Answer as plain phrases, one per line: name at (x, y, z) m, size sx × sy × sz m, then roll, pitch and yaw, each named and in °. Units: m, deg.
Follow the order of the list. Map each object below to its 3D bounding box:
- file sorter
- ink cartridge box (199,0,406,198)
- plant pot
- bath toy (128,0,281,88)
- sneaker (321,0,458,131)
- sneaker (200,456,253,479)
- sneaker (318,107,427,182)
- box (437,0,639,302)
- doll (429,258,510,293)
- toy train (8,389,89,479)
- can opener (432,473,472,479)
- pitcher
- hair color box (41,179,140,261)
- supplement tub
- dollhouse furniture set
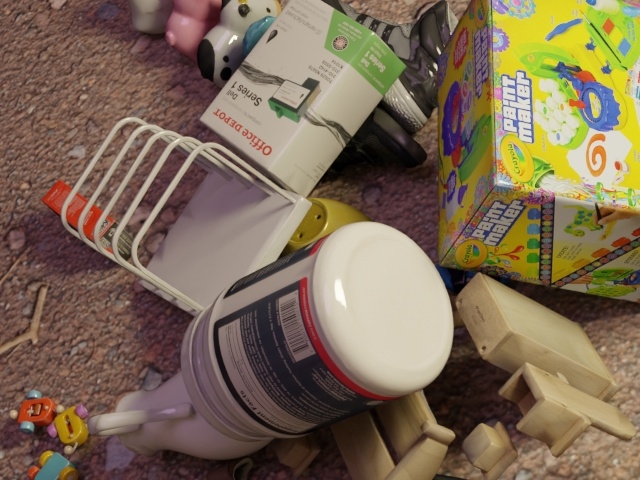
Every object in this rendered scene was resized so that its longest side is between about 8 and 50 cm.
file sorter at (-0.182, -0.032, 2.014) m, size 0.193 × 0.173 × 0.278 m, roll -58°, pitch 29°, yaw -6°
ink cartridge box at (-0.025, -0.186, 2.027) m, size 0.160 × 0.092 × 0.219 m, roll 36°, pitch 89°, yaw 40°
plant pot at (0.000, 0.000, 2.007) m, size 0.134 × 0.095 × 0.134 m, roll -15°, pitch 55°, yaw 22°
bath toy at (-0.169, -0.326, 2.294) m, size 0.151 × 0.129 × 0.348 m, roll -50°, pitch 49°, yaw -6°
sneaker at (0.103, -0.271, 2.124) m, size 0.153 × 0.101 × 0.268 m, roll -39°, pitch 55°, yaw 2°
sneaker at (-0.079, 0.327, 1.861) m, size 0.071 × 0.066 × 0.188 m, roll -38°, pitch 50°, yaw 2°
sneaker at (0.037, -0.118, 2.071) m, size 0.227 × 0.087 × 0.130 m, roll 31°, pitch 81°, yaw 43°
box at (0.287, -0.112, 1.773) m, size 0.279 × 0.177 × 0.290 m, roll 11°, pitch 57°, yaw -13°
doll at (0.182, 0.015, 1.925) m, size 0.129 × 0.046 × 0.189 m, roll -9°, pitch 62°, yaw 14°
toy train at (-0.352, 0.271, 2.071) m, size 0.125 × 0.046 × 0.166 m, roll -14°, pitch 52°, yaw 24°
can opener at (0.186, 0.288, 1.742) m, size 0.059 × 0.073 × 0.186 m, roll -36°, pitch 29°, yaw -31°
pitcher at (-0.157, 0.206, 1.904) m, size 0.207 × 0.178 × 0.125 m, roll -14°, pitch 83°, yaw 29°
hair color box at (-0.321, -0.025, 2.223) m, size 0.141 × 0.072 × 0.043 m, roll 33°, pitch 79°, yaw 40°
supplement tub at (-0.007, 0.107, 1.743) m, size 0.272 × 0.191 × 0.191 m, roll -27°, pitch 46°, yaw 44°
dollhouse furniture set at (0.147, 0.233, 1.776) m, size 0.355 × 0.174 × 0.303 m, roll -51°, pitch 34°, yaw 20°
